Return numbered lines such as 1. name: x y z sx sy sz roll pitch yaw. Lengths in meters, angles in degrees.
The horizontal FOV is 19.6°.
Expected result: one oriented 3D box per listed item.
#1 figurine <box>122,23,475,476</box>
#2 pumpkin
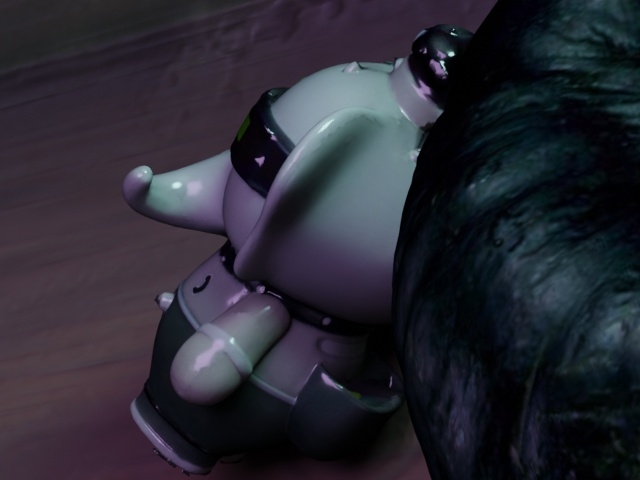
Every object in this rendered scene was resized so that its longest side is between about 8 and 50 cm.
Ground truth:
1. figurine: 0.000 0.000 0.684 0.126 0.147 0.192 47 111 22
2. pumpkin: 0.178 0.018 0.497 0.315 0.238 0.315 -28 33 20
